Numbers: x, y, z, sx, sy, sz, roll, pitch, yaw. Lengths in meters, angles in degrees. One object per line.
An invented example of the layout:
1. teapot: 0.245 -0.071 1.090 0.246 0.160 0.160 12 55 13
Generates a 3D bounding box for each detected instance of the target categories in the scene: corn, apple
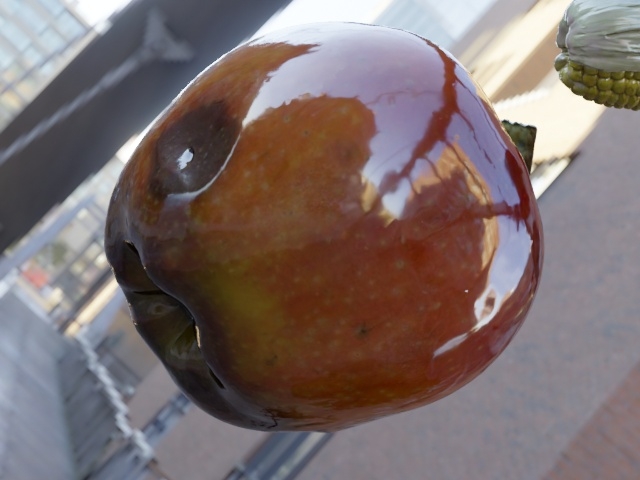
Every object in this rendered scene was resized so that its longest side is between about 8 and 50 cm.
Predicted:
1. corn: 0.380 -0.181 1.388 0.122 0.305 0.123 -93 -170 -49
2. apple: 0.000 0.000 0.772 0.230 0.230 0.230 42 -8 7

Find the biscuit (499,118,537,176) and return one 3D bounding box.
1. biscuit: 0.140 -0.099 1.722 0.231 0.139 0.016 14 27 18
